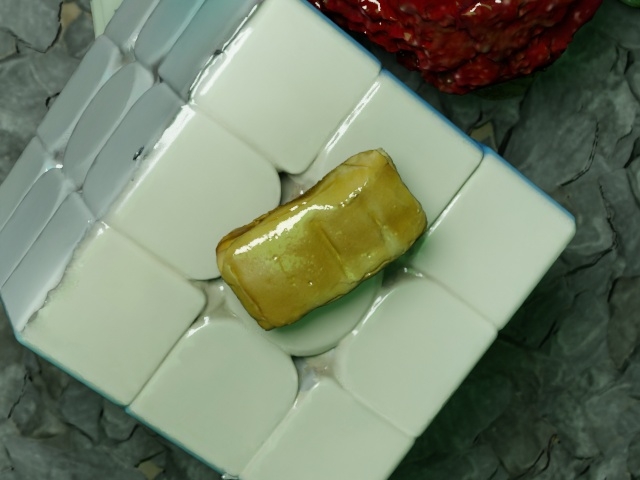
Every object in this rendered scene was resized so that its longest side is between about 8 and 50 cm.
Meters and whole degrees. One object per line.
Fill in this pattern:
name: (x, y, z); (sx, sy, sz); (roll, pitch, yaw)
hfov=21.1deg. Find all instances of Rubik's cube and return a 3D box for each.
Rubik's cube: (-0.048, -0.013, 1.255); (0.292, 0.290, 0.291); (34, 94, -24)

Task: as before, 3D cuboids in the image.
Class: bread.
bread: (0.000, 0.000, 1.088); (0.132, 0.053, 0.074); (-31, 112, -4)

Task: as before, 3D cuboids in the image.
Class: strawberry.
strawberry: (0.088, -0.219, 1.268); (0.274, 0.274, 0.220); (-12, 114, -10)

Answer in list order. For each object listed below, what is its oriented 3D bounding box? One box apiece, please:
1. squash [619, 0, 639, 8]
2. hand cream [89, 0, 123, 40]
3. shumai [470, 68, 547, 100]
squash: (0.221, -0.271, 1.389); (0.077, 0.068, 0.219); (-36, 108, 6)
hand cream: (-0.156, -0.256, 1.320); (0.080, 0.050, 0.234); (-16, 110, -18)
shumai: (0.148, -0.171, 1.384); (0.099, 0.087, 0.123); (-19, 104, -7)
